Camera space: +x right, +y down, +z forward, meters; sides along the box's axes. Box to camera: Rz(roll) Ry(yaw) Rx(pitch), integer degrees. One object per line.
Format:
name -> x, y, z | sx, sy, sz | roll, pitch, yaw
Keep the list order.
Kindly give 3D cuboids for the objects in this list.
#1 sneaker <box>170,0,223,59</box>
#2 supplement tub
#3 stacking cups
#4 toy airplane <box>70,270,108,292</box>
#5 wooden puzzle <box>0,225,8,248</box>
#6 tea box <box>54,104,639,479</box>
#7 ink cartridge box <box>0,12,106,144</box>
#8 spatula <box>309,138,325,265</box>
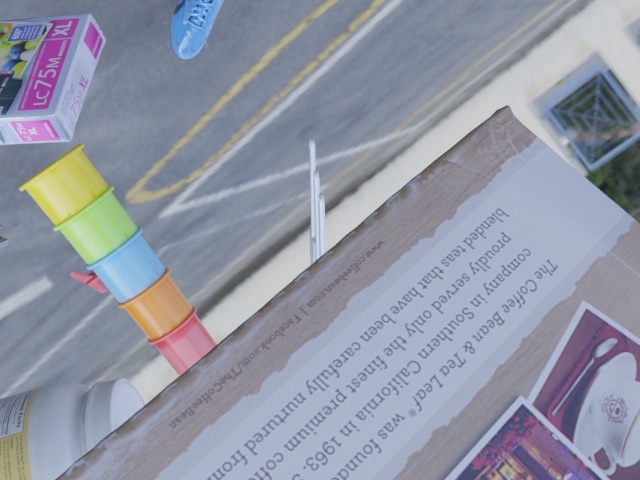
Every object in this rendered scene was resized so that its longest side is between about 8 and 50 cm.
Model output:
sneaker -> -0.196, -0.397, 1.508 | 0.209, 0.069, 0.082 | -63, -165, 15
supplement tub -> -0.386, 0.317, 1.162 | 0.331, 0.241, 0.241 | -16, 175, 2
stacking cups -> -0.236, 0.032, 1.134 | 0.096, 0.316, 0.096 | -35, -168, 9
toy airplane -> -0.349, 0.046, 1.471 | 0.151, 0.151, 0.028 | -43, -151, 53
wooden puzzle -> -0.298, 0.000, 0.766 | 0.083, 0.049, 0.006 | -34, 144, -59
tea box -> 0.022, 0.168, 0.464 | 0.329, 0.220, 0.323 | -40, 167, -28
ink cartridge box -> -0.460, -0.211, 1.219 | 0.311, 0.185, 0.065 | -3, 145, 15
spatula -> 0.000, 0.000, 1.229 | 0.019, 0.168, 0.242 | -3, 129, -4
